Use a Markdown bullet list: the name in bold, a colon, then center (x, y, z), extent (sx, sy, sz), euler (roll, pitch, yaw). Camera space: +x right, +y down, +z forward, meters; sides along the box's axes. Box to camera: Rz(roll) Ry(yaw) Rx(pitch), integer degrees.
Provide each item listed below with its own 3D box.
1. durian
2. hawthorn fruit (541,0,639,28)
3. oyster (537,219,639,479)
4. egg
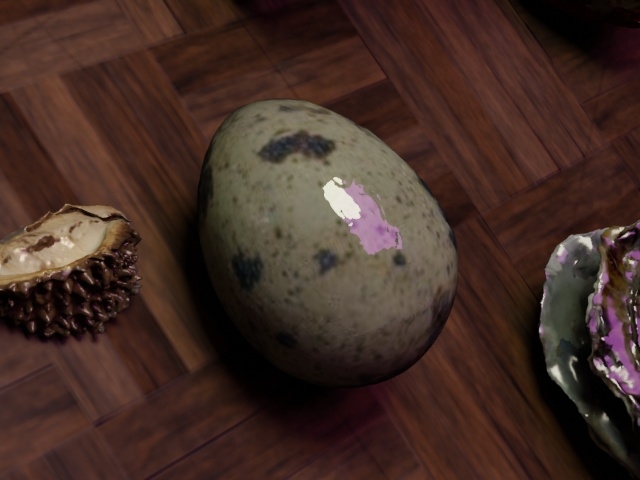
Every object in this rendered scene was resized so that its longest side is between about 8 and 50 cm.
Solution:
- **durian**: center (-0.138, 0.018, 0.905), extent (0.066, 0.052, 0.130), euler (22, 30, 26)
- **hawthorn fruit**: center (0.257, -0.280, 1.355), extent (0.181, 0.181, 0.235), euler (43, 46, -9)
- **oyster**: center (0.289, 0.132, 1.132), extent (0.162, 0.158, 0.351), euler (-47, 108, -6)
- **egg**: center (0.000, 0.000, 0.951), extent (0.182, 0.141, 0.141), euler (55, 41, 0)
